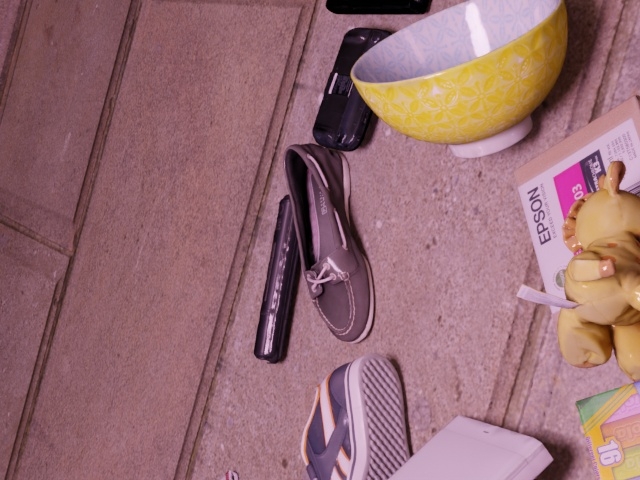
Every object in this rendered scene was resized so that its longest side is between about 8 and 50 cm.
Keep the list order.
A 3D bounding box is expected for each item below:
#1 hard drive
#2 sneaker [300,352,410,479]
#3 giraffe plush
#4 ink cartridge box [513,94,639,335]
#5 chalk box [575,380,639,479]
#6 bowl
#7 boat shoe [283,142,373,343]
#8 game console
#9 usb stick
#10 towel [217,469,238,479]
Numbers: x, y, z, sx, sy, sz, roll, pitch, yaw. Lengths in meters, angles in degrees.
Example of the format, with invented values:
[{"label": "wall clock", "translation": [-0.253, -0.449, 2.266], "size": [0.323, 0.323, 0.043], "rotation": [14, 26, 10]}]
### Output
[{"label": "hard drive", "translation": [0.113, 0.337, 1.311], "size": [0.307, 0.040, 0.203], "rotation": [-39, 14, -18]}, {"label": "sneaker", "translation": [0.053, 0.325, 1.511], "size": [0.127, 0.126, 0.321], "rotation": [-29, 50, 40]}, {"label": "giraffe plush", "translation": [0.311, 0.024, 1.129], "size": [0.181, 0.210, 0.170], "rotation": [-47, 20, 51]}, {"label": "ink cartridge box", "translation": [0.346, -0.019, 1.277], "size": [0.193, 0.088, 0.234], "rotation": [-34, 55, 39]}, {"label": "chalk box", "translation": [0.391, 0.200, 1.100], "size": [0.213, 0.132, 0.132], "rotation": [-24, 60, 25]}, {"label": "bowl", "translation": [0.200, -0.202, 1.431], "size": [0.289, 0.289, 0.156], "rotation": [6, 128, 52]}, {"label": "boat shoe", "translation": [0.000, 0.000, 1.691], "size": [0.112, 0.096, 0.335], "rotation": [-34, 54, 41]}, {"label": "game console", "translation": [0.067, -0.317, 1.727], "size": [0.213, 0.044, 0.361], "rotation": [16, 87, 52]}, {"label": "usb stick", "translation": [-0.066, 0.063, 1.790], "size": [0.077, 0.045, 0.277], "rotation": [164, 116, -78]}, {"label": "towel", "translation": [-0.214, 0.567, 1.842], "size": [0.329, 0.037, 0.237], "rotation": [-45, 46, 32]}]
